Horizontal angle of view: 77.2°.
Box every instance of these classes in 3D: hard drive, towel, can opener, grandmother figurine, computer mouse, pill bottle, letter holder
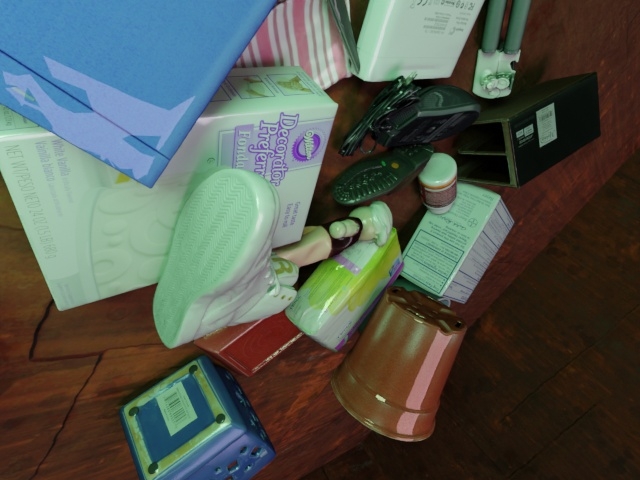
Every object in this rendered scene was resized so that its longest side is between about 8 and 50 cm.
[{"bbox_3d":[0.177,-0.395,0.527,0.233,0.047,0.352,-21,143,-39],"label":"hard drive"},{"bbox_3d":[-0.035,-0.235,0.514,0.197,0.029,0.144,-34,148,-14],"label":"towel"},{"bbox_3d":[0.331,-0.378,0.729,0.280,0.074,0.093,65,40,-59],"label":"can opener"},{"bbox_3d":[0.000,0.000,0.736,0.343,0.103,0.208,-20,-178,-30],"label":"grandmother figurine"},{"bbox_3d":[0.167,-0.224,0.692,0.273,0.072,0.188,-13,167,-34],"label":"computer mouse"},{"bbox_3d":[0.272,-0.126,0.932,0.086,0.086,0.152,-40,148,-4],"label":"pill bottle"},{"bbox_3d":[-0.130,-0.226,0.289,0.210,0.040,0.318,35,87,-40],"label":"hard drive"},{"bbox_3d":[0.460,-0.261,0.947,0.302,0.214,0.151,-29,114,-20],"label":"letter holder"}]

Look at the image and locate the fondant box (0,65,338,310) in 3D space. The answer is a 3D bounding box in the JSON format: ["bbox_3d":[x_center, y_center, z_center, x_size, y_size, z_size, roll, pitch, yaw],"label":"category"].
[{"bbox_3d":[-0.161,-0.068,0.481,0.331,0.096,0.238,-18,145,-31],"label":"fondant box"}]

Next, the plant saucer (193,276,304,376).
[{"bbox_3d":[-0.124,0.212,0.934,0.259,0.047,0.258,-35,148,-11],"label":"plant saucer"}]

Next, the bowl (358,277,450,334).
[{"bbox_3d":[0.233,0.238,1.249,0.312,0.163,0.311,-29,147,-22],"label":"bowl"}]

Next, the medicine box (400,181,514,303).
[{"bbox_3d":[0.374,0.010,1.098,0.264,0.149,0.289,21,100,-56],"label":"medicine box"}]

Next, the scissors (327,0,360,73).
[{"bbox_3d":[-0.007,-0.310,0.434,0.109,0.021,0.297,-35,141,-21],"label":"scissors"}]

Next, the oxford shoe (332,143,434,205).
[{"bbox_3d":[0.122,-0.114,0.787,0.227,0.082,0.096,-26,155,-19],"label":"oxford shoe"}]

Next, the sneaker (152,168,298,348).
[{"bbox_3d":[-0.087,0.022,0.497,0.169,0.108,0.292,-9,151,-42],"label":"sneaker"}]

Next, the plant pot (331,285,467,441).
[{"bbox_3d":[0.198,0.270,0.956,0.273,0.272,0.264,2,114,-49],"label":"plant pot"}]

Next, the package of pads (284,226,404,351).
[{"bbox_3d":[0.069,0.104,0.920,0.296,0.101,0.229,-51,152,-10],"label":"package of pads"}]

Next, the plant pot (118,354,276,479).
[{"bbox_3d":[-0.263,0.398,0.838,0.236,0.236,0.212,-32,140,-17],"label":"plant pot"}]
